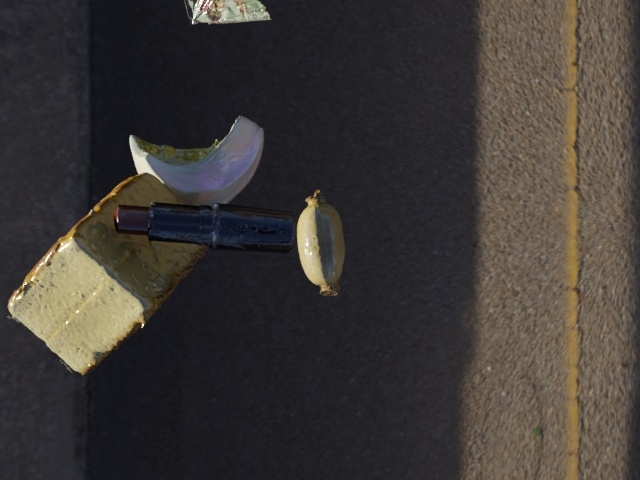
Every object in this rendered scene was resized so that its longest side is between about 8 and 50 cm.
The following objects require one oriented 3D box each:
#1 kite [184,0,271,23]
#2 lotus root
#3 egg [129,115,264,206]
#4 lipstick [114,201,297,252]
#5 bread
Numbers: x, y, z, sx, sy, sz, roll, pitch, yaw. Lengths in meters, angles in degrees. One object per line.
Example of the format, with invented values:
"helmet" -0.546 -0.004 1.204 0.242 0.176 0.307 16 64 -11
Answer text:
"kite" -0.250 -0.600 1.663 0.323 0.013 0.268 40 136 -4
"lotus root" 0.000 0.000 0.957 0.062 0.073 0.150 -7 79 -2
"egg" -0.244 -0.128 1.446 0.271 0.206 0.161 -3 69 2
"lipstick" -0.188 -0.024 1.186 0.300 0.081 0.081 5 94 -14
"bread" -0.374 0.051 1.301 0.207 0.279 0.279 43 128 -9
